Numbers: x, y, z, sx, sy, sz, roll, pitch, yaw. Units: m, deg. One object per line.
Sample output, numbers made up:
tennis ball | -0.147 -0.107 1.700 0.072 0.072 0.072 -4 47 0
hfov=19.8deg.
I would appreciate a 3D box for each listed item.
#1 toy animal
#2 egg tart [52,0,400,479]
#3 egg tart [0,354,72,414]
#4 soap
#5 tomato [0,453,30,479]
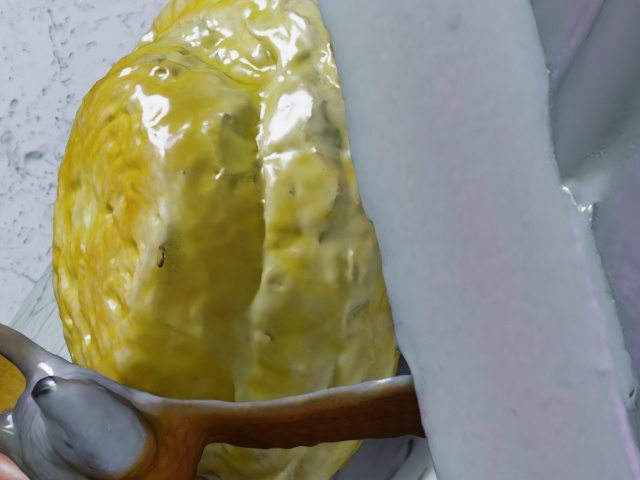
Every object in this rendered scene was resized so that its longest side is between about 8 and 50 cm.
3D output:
toy animal | -0.069 0.100 0.841 0.225 0.302 0.284 -62 19 -14
egg tart | -0.073 -0.003 1.030 0.319 0.128 0.319 -5 84 56
egg tart | -0.273 0.183 1.678 0.202 0.147 0.202 -52 11 14
soap | 0.069 -0.016 0.682 0.159 0.257 0.302 -29 30 61
tomato | -0.209 0.260 0.985 0.341 0.272 0.341 15 -90 -77
